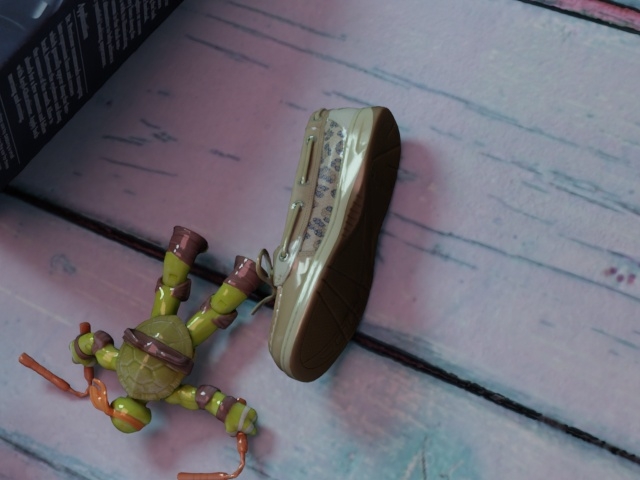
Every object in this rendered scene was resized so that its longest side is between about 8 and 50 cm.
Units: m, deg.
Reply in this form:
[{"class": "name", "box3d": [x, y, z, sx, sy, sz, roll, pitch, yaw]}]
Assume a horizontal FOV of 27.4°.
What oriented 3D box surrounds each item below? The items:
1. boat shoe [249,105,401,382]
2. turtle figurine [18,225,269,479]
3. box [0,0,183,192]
[{"class": "boat shoe", "box3d": [0.000, 0.000, 1.253, 0.089, 0.104, 0.285, 7, 62, 25]}, {"class": "turtle figurine", "box3d": [-0.159, 0.096, 1.268, 0.269, 0.087, 0.217, 23, 78, 25]}, {"class": "box", "box3d": [-0.337, -0.283, 1.318, 0.293, 0.212, 0.395, 35, 69, 9]}]
